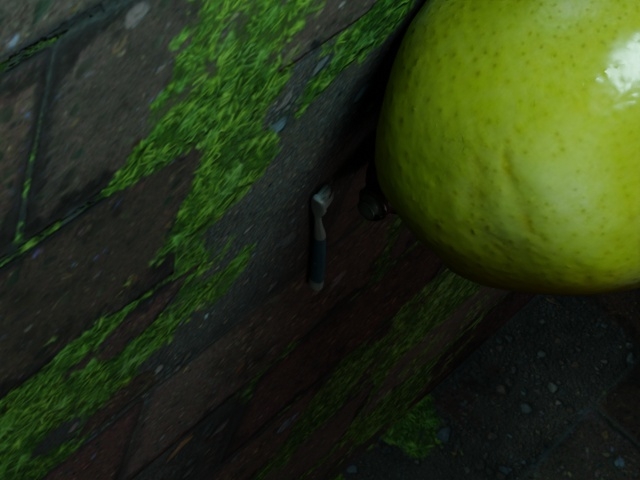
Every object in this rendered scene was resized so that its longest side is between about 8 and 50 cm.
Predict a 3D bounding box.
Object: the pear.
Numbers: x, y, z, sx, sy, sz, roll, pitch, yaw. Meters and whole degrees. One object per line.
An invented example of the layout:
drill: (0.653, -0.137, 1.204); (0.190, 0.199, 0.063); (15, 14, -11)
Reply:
pear: (0.253, -0.126, 1.593); (0.418, 0.362, 0.362); (-38, 170, 22)

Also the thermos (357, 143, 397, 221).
thermos: (0.124, -0.100, 1.829); (0.232, 0.099, 0.124); (-41, 168, -30)

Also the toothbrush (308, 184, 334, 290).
toothbrush: (0.000, 0.000, 1.894); (0.025, 0.019, 0.275); (-52, 167, -18)
